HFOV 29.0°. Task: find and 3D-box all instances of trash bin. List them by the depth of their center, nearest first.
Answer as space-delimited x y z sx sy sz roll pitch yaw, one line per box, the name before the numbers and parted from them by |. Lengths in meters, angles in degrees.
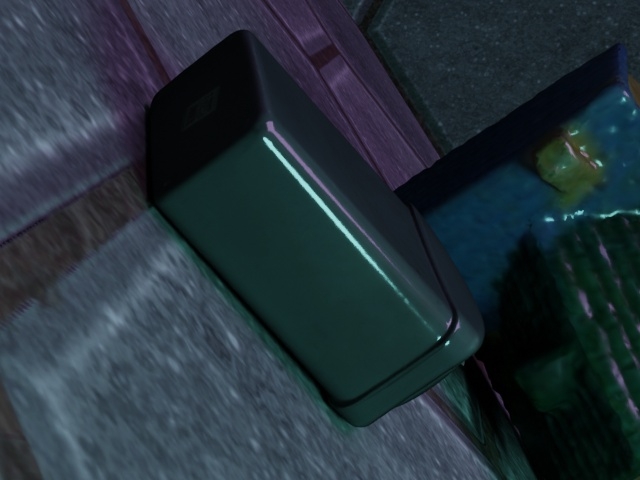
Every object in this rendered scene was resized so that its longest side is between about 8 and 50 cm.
trash bin | 0.000 0.000 0.762 0.236 0.101 0.177 48 15 -27

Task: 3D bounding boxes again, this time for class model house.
model house | 0.244 0.056 1.200 0.342 0.334 0.382 17 44 -58
